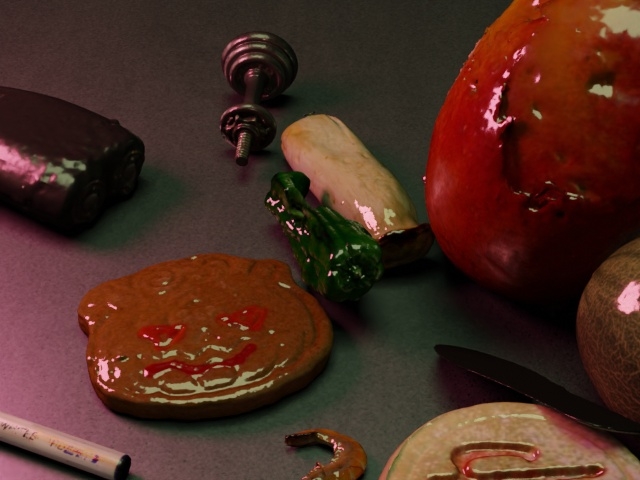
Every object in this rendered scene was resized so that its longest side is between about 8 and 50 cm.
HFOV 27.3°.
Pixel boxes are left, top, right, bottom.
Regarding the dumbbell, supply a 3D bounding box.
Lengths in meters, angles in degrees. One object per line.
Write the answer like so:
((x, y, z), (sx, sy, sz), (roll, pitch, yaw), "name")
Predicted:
((-0.094, -0.192, 1.815), (0.110, 0.110, 0.254), (2, 43, 4), "dumbbell")

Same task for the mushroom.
((0.042, -0.068, 1.665), (0.100, 0.081, 0.312), (-15, 39, -18), "mushroom")

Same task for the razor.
((-0.403, -0.123, 1.723), (0.327, 0.107, 0.189), (18, 40, 23), "razor")

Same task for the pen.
((-0.317, 0.198, 1.365), (0.269, 0.033, 0.033), (16, 41, 19), "pen")

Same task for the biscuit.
((-0.129, 0.100, 1.479), (0.273, 0.049, 0.257), (-10, 38, -14), "biscuit")

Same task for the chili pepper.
((0.000, -0.001, 1.556), (0.083, 0.099, 0.253), (-9, 28, -21), "chili pepper")

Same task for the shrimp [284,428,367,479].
((-0.013, 0.231, 1.321), (0.091, 0.025, 0.127), (27, 41, 31), "shrimp")

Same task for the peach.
((0.292, -0.116, 1.478), (0.353, 0.416, 0.339), (-6, 49, -46), "peach")

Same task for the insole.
((0.208, 0.145, 1.330), (0.109, 0.007, 0.322), (8, 7, -27), "insole")

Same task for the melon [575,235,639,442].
((0.393, 0.114, 1.284), (0.301, 0.237, 0.237), (35, 49, 23), "melon")

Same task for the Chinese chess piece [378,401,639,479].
((0.177, 0.270, 1.198), (0.270, 0.112, 0.270), (-1, 38, 1), "Chinese chess piece")
